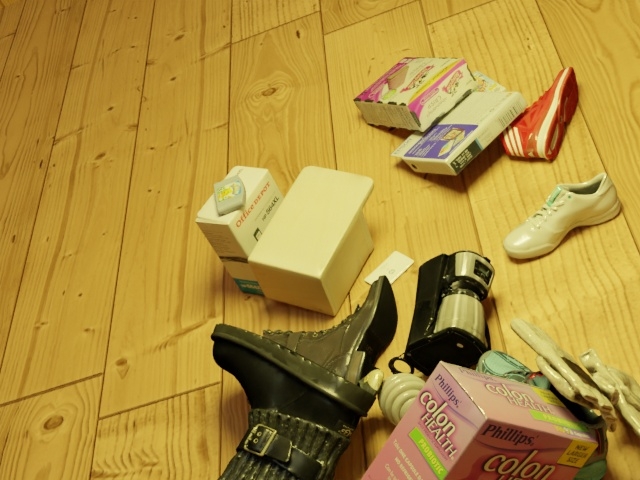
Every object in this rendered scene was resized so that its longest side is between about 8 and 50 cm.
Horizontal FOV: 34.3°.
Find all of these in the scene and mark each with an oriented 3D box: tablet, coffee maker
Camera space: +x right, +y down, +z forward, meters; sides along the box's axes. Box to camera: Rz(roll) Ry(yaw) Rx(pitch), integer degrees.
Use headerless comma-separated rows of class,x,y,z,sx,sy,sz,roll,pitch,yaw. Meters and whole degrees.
tablet,0.124,0.055,1.873,0.083,0.006,0.054,-43,42,-16
coffee maker,0.194,0.117,1.677,0.171,0.120,0.178,-9,43,23

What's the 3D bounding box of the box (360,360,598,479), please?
box,0.193,0.301,1.335,0.243,0.214,0.117,-59,37,16

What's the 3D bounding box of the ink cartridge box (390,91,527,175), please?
ink cartridge box,0.262,-0.210,1.992,0.206,0.045,0.208,-44,24,-14

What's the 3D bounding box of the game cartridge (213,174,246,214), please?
game cartridge,-0.162,-0.084,1.860,0.056,0.017,0.083,-19,42,3

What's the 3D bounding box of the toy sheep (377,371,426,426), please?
toy sheep,0.134,0.248,1.601,0.091,0.091,0.132,-34,22,-7

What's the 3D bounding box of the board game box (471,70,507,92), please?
board game box,0.291,-0.277,2.112,0.154,0.026,0.103,-35,40,-8

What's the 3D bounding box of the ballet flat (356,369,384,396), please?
ballet flat,0.035,0.263,1.622,0.173,0.049,0.057,-47,9,14

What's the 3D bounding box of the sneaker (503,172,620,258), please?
sneaker,0.399,-0.050,1.756,0.212,0.094,0.080,-28,41,1

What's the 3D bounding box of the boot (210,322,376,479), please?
boot,-0.098,0.289,1.606,0.348,0.131,0.260,22,82,45

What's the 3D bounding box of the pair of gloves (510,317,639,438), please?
pair of gloves,0.382,0.198,1.404,0.042,0.240,0.204,-52,30,16

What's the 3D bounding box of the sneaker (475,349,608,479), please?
sneaker,0.322,0.220,1.476,0.104,0.125,0.262,-16,37,-27

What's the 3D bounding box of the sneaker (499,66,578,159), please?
sneaker,0.405,-0.248,1.971,0.128,0.087,0.221,4,48,32

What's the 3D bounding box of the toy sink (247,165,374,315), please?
toy sink,0.000,0.000,1.894,0.153,0.131,0.234,13,58,27

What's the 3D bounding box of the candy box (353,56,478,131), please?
candy box,0.190,-0.302,2.114,0.159,0.071,0.233,-41,25,-14

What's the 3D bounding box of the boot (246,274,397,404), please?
boot,-0.002,0.166,1.762,0.229,0.091,0.262,-1,49,29

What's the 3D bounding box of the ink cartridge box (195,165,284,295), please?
ink cartridge box,-0.124,-0.017,1.938,0.086,0.203,0.148,8,52,36
